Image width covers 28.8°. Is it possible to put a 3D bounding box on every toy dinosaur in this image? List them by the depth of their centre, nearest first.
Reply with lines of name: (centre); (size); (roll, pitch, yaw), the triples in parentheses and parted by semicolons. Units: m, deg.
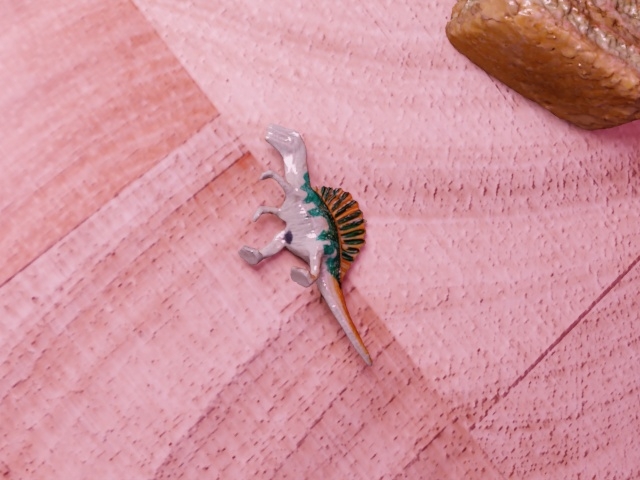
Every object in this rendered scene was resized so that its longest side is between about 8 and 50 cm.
toy dinosaur: (0.003, 0.000, 0.992); (0.187, 0.044, 0.106); (43, 55, -10)

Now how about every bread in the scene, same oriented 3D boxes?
bread: (0.212, -0.171, 1.047); (0.196, 0.138, 0.102); (33, 76, -16)
